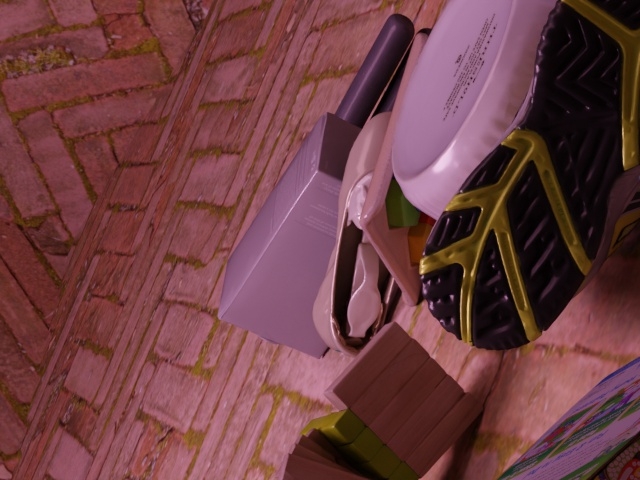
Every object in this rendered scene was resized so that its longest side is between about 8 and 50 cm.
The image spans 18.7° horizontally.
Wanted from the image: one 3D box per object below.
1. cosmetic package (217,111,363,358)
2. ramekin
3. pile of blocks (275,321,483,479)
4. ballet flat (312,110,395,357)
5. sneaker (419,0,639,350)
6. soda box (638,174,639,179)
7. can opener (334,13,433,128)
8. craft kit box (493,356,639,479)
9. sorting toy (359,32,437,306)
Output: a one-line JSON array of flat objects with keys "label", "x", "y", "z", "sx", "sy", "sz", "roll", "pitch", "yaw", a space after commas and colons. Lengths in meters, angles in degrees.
[{"label": "cosmetic package", "x": 0.000, "y": 0.000, "z": 2.003, "sx": 0.238, "sy": 0.127, "sz": 0.107, "roll": -52, "pitch": 21, "yaw": 39}, {"label": "ramekin", "x": 0.163, "y": -0.120, "z": 1.609, "sx": 0.273, "sy": 0.127, "sz": 0.273, "roll": -59, "pitch": 17, "yaw": 29}, {"label": "pile of blocks", "x": 0.008, "y": 0.248, "z": 1.565, "sx": 0.112, "sy": 0.149, "sz": 0.362, "roll": -29, "pitch": 41, "yaw": 66}, {"label": "ballet flat", "x": 0.052, "y": 0.001, "z": 1.873, "sx": 0.086, "sy": 0.086, "sz": 0.248, "roll": -107, "pitch": 27, "yaw": -67}, {"label": "sneaker", "x": 0.208, "y": -0.097, "z": 1.400, "sx": 0.384, "sy": 0.145, "sz": 0.147, "roll": -51, "pitch": -7, "yaw": 17}, {"label": "soda box", "x": 0.263, "y": -0.022, "z": 1.239, "sx": 0.058, "sy": 0.063, "sz": 0.183, "roll": -62, "pitch": 16, "yaw": 17}, {"label": "can opener", "x": 0.039, "y": -0.124, "z": 2.144, "sx": 0.283, "sy": 0.076, "sz": 0.095, "roll": -61, "pitch": 17, "yaw": 18}, {"label": "craft kit box", "x": 0.173, "y": 0.127, "z": 1.124, "sx": 0.246, "sy": 0.061, "sz": 0.250, "roll": -34, "pitch": -5, "yaw": -32}, {"label": "sorting toy", "x": 0.095, "y": -0.061, "z": 1.788, "sx": 0.208, "sy": 0.038, "sz": 0.193, "roll": 62, "pitch": -138, "yaw": -62}]
